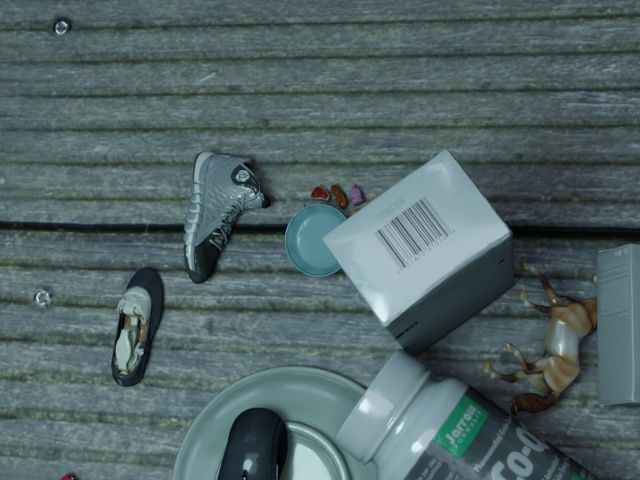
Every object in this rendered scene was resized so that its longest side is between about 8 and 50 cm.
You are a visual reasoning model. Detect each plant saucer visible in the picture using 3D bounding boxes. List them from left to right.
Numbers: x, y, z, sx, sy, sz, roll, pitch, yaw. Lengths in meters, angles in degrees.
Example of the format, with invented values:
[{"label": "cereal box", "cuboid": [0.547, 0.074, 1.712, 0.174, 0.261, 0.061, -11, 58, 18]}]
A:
[{"label": "plant saucer", "cuboid": [-0.051, 0.390, 1.717, 0.400, 0.100, 0.401, -2, 77, 9]}, {"label": "plant saucer", "cuboid": [0.000, 0.000, 1.821, 0.119, 0.021, 0.119, 0, 89, 20]}]

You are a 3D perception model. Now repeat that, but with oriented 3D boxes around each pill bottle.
[{"label": "pill bottle", "cuboid": [0.211, 0.330, 1.607, 0.361, 0.204, 0.204, 35, 86, 8]}]

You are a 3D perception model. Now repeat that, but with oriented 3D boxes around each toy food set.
[{"label": "toy food set", "cuboid": [0.033, -0.059, 1.842, 0.122, 0.019, 0.078, 17, 81, 21]}]

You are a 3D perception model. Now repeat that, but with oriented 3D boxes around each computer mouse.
[{"label": "computer mouse", "cuboid": [-0.076, 0.386, 1.638, 0.184, 0.060, 0.262, 12, 80, 14]}]

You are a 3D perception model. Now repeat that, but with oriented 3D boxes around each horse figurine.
[{"label": "horse figurine", "cuboid": [0.353, 0.155, 1.691, 0.174, 0.066, 0.263, 25, 77, -22]}]

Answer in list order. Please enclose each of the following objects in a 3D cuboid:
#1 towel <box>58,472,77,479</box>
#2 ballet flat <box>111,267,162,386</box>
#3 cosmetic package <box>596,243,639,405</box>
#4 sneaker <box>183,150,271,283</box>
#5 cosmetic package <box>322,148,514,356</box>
[{"label": "towel", "cuboid": [-0.400, 0.542, 1.783, 0.199, 0.031, 0.275, -40, 72, 2]}, {"label": "ballet flat", "cuboid": [-0.308, 0.141, 1.833, 0.074, 0.074, 0.203, 8, 79, 12]}, {"label": "cosmetic package", "cuboid": [0.490, 0.131, 1.653, 0.127, 0.107, 0.238, 8, 79, -17]}, {"label": "sneaker", "cuboid": [-0.151, -0.039, 1.837, 0.132, 0.086, 0.229, 2, 77, 8]}, {"label": "cosmetic package", "cuboid": [0.156, 0.034, 1.609, 0.217, 0.385, 0.156, -36, 73, 3]}]
